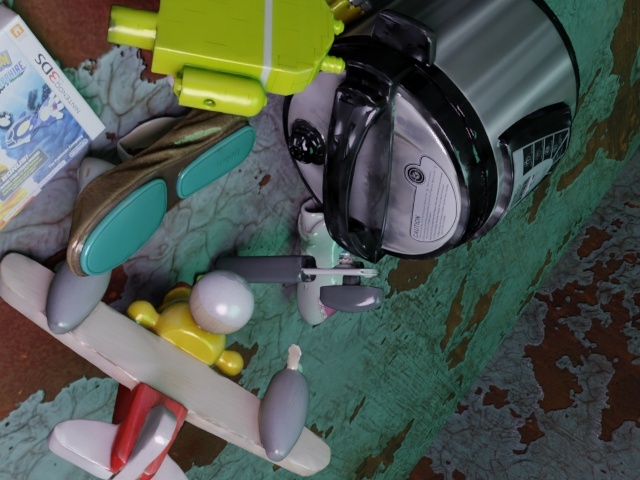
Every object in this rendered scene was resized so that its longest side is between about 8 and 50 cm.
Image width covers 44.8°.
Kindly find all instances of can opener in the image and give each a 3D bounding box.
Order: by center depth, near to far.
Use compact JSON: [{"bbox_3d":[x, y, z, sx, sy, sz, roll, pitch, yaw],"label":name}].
[{"bbox_3d":[-0.039,0.062,1.246,0.074,0.281,0.093,9,85,-67],"label":"can opener"}]

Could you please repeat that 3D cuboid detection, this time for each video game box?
[{"bbox_3d":[-0.360,-0.120,0.847,0.205,0.048,0.187,-49,146,-14],"label":"video game box"}]

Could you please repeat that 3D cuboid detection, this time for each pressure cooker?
[{"bbox_3d":[0.148,-0.174,1.195,0.420,0.376,0.369,-41,107,-32],"label":"pressure cooker"}]

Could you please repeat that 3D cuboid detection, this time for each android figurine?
[{"bbox_3d":[-0.100,-0.252,0.892,0.273,0.248,0.056,7,150,-17],"label":"android figurine"}]

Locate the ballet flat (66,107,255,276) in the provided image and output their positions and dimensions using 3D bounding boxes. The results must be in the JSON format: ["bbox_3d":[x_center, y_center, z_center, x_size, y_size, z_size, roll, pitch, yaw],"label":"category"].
[{"bbox_3d":[-0.224,-0.084,0.986,0.342,0.124,0.116,-47,160,-37],"label":"ballet flat"}]

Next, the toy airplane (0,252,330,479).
[{"bbox_3d":[-0.189,0.158,1.015,0.272,0.384,0.386,-52,149,10],"label":"toy airplane"}]

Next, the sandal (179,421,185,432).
[{"bbox_3d":[-0.258,0.275,1.367,0.067,0.040,0.179,19,87,-64],"label":"sandal"}]

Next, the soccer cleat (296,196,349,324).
[{"bbox_3d":[0.000,0.000,1.427,0.143,0.116,0.331,8,109,-40],"label":"soccer cleat"}]

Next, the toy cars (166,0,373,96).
[{"bbox_3d":[-0.069,-0.290,1.055,0.394,0.087,0.176,-35,-177,-32],"label":"toy cars"}]

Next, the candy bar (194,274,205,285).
[{"bbox_3d":[-0.210,0.124,1.309,0.040,0.018,0.161,-10,125,-51],"label":"candy bar"}]
